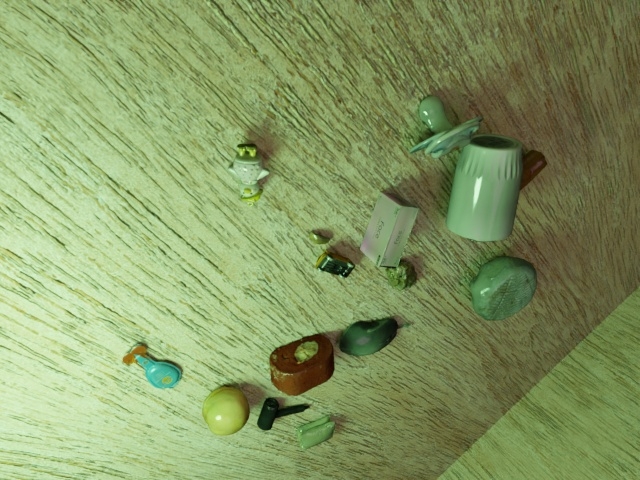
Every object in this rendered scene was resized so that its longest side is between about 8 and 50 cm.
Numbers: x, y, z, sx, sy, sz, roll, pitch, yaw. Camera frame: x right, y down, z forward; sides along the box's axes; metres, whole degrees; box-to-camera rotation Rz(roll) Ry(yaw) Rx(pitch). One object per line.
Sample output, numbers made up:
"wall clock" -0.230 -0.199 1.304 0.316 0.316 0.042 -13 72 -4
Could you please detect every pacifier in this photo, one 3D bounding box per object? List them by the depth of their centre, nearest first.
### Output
"pacifier" 0.419 -0.403 1.604 0.279 0.227 0.207 -25 87 -14

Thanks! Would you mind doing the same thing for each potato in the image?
"potato" -0.001 0.001 1.679 0.093 0.036 0.037 20 104 -37

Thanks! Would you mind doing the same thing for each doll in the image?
"doll" -0.216 -0.196 1.415 0.129 0.081 0.207 4 124 4

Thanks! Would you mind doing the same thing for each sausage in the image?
"sausage" 0.805 -0.258 1.929 0.270 0.109 0.109 -39 129 -4

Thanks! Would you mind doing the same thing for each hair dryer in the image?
"hair dryer" -0.148 0.733 2.035 0.255 0.070 0.128 -1 118 -37

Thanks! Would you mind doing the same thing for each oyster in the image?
"oyster" 0.348 0.149 1.942 0.133 0.072 0.209 -32 131 -5

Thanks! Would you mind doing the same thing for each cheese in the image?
"cheese" -0.580 0.446 1.630 0.106 0.037 0.256 -38 128 -5

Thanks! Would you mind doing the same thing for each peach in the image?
"peach" -0.357 0.653 1.789 0.184 0.184 0.184 -14 124 -22

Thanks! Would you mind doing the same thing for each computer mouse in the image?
"computer mouse" 0.254 0.422 2.046 0.379 0.090 0.167 -11 124 -25

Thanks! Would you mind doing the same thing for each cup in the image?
"cup" 0.625 -0.198 1.774 0.253 0.253 0.371 -12 120 -23

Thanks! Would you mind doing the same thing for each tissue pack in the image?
"tissue pack" 0.248 -0.038 1.726 0.092 0.148 0.246 5 114 -30

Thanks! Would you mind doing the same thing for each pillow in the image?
"pillow" -0.022 0.904 2.189 0.181 0.078 0.134 -12 124 -21

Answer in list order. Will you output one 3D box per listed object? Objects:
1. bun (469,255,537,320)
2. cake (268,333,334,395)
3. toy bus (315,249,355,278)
"bun" 0.831 0.206 2.164 0.354 0.194 0.354 -15 127 -20
"cake" -0.069 0.497 1.852 0.283 0.177 0.150 -14 124 -23
"toy bus" 0.049 0.084 1.734 0.162 0.074 0.069 20 115 -38
